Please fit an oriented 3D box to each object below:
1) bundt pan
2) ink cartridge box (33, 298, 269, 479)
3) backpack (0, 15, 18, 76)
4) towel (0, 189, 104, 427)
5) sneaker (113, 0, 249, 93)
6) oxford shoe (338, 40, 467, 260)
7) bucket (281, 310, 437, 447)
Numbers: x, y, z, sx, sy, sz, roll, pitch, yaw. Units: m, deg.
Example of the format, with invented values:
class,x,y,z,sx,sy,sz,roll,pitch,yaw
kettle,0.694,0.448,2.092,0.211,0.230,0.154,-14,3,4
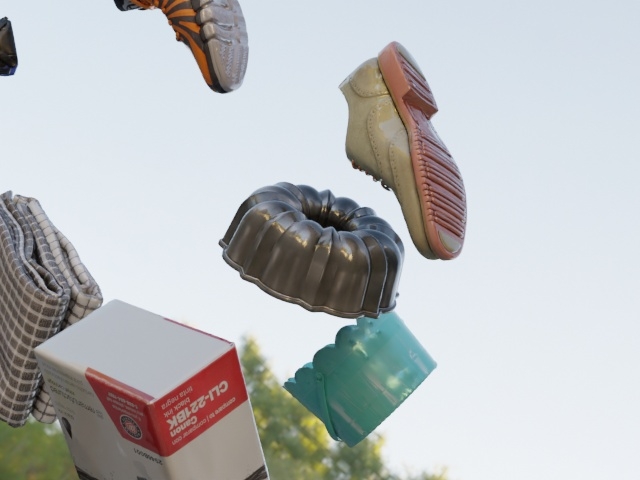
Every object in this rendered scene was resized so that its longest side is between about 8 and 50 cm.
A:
class,x,y,z,sx,sy,sz,roll,pitch,yaw
bundt pan,0.000,0.000,1.838,0.331,0.331,0.124,29,-69,24
ink cartridge box,-0.160,0.220,1.099,0.197,0.114,0.273,14,-53,42
backpack,-0.597,-0.324,1.867,0.101,0.120,0.098,-35,-113,63
towel,-0.430,0.089,1.515,0.283,0.121,0.235,47,-55,40
sneaker,-0.228,-0.362,1.680,0.180,0.124,0.321,-18,-101,21
oxford shoe,0.125,-0.123,1.690,0.146,0.397,0.140,-28,-37,24
bucket,0.080,0.258,2.092,0.183,0.281,0.281,47,-30,6
